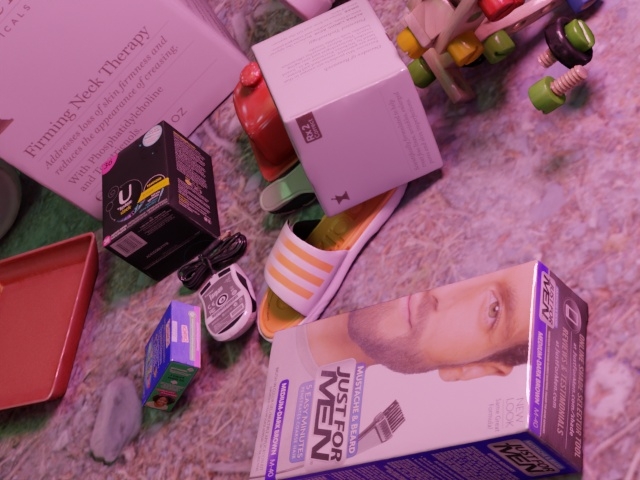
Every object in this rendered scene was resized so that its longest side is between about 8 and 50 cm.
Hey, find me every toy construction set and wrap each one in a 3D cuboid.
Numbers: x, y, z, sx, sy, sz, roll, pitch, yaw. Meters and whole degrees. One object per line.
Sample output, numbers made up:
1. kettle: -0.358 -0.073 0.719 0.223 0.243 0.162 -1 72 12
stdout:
1. toy construction set: 0.132 -0.273 1.567 0.237 0.309 0.257 -36 14 37

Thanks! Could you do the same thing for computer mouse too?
1. computer mouse: -0.117 0.068 1.753 0.106 0.042 0.193 -39 35 10

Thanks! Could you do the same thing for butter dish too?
1. butter dish: -0.056 -0.186 1.817 0.160 0.118 0.160 -40 40 17

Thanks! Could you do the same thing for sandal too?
1. sandal: -0.005 -0.005 1.664 0.265 0.076 0.102 -54 38 -1

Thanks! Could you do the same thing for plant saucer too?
1. plant saucer: -0.418 0.133 1.997 0.259 0.048 0.258 -15 52 37

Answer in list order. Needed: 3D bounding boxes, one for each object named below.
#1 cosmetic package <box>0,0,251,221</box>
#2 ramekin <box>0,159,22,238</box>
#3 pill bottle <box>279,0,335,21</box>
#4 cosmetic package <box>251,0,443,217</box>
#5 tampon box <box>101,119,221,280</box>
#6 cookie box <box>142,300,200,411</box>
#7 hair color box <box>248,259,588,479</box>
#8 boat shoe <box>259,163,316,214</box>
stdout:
1. cosmetic package: -0.378 -0.305 2.009 0.329 0.394 0.327 -45 39 11
2. ramekin: -0.559 -0.072 2.174 0.207 0.207 0.109 -51 48 2
3. pill bottle: 0.028 -0.437 1.886 0.283 0.161 0.161 -51 39 3
4. cosmetic package: 0.030 -0.157 1.644 0.151 0.151 0.183 -25 39 1
5. tampon box: -0.215 -0.053 1.890 0.120 0.101 0.161 -33 43 22
6. cookie box: -0.181 0.142 1.726 0.107 0.040 0.091 124 152 -45
7. hair color box: 0.095 0.156 1.422 0.339 0.110 0.185 -17 50 34
8. boat shoe: -0.017 -0.067 1.754 0.125 0.038 0.046 -31 63 27
